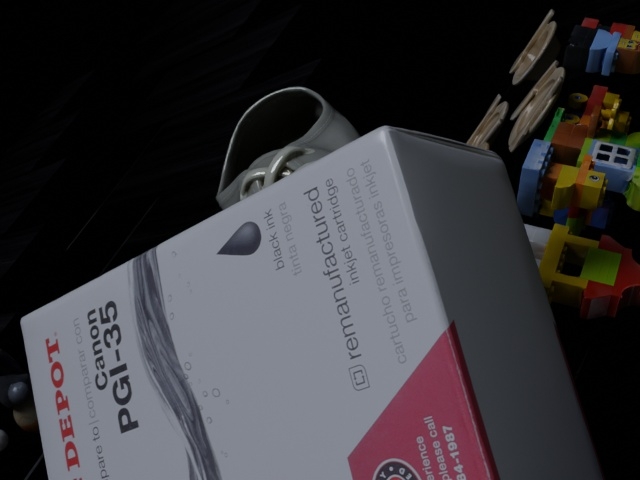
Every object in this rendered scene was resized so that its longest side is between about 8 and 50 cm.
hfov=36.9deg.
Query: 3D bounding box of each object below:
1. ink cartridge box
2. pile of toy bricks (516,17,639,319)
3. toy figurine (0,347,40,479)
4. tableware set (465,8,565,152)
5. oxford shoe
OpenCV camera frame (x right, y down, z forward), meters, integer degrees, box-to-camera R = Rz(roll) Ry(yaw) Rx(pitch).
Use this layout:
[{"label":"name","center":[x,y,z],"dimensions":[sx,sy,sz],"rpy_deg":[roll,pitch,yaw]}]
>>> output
[{"label":"ink cartridge box","center":[-0.018,0.094,0.508],"dimensions":[0.283,0.117,0.207],"rpy_deg":[-25,72,34]},{"label":"pile of toy bricks","center":[0.188,-0.051,0.580],"dimensions":[0.105,0.118,0.212],"rpy_deg":[14,40,17]},{"label":"toy figurine","center":[-0.367,0.215,0.937],"dimensions":[0.209,0.148,0.213],"rpy_deg":[-29,26,17]},{"label":"tableware set","center":[0.136,-0.091,0.713],"dimensions":[0.141,0.020,0.168],"rpy_deg":[-55,6,32]},{"label":"oxford shoe","center":[0.000,0.000,0.728],"dimensions":[0.169,0.130,0.449],"rpy_deg":[-36,28,8]}]
